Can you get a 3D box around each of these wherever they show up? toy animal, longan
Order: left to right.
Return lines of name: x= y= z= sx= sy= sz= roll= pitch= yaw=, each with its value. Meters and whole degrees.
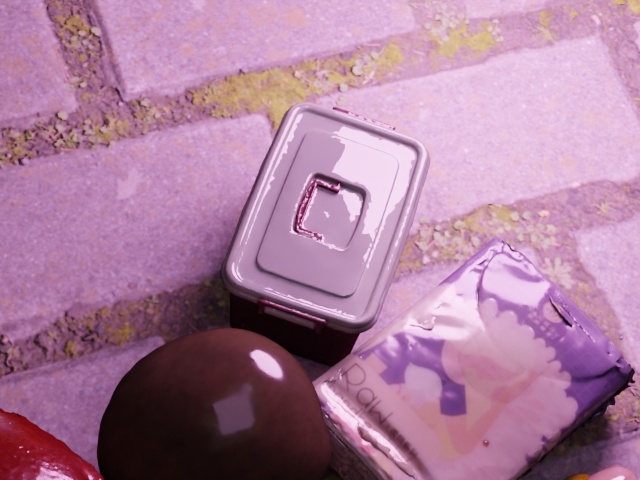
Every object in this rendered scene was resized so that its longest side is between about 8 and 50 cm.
longan: x=-0.113 y=0.221 z=1.561 sx=0.258 sy=0.258 sz=0.258 roll=3 pitch=62 yaw=-6
toy animal: x=0.323 y=0.313 z=1.681 sx=0.114 sy=0.091 sz=0.082 roll=-24 pitch=95 yaw=-6

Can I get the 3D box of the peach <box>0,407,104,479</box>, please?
peach: x=-0.391 y=0.335 z=1.430 sx=0.417 sy=0.339 sz=0.353 roll=14 pitch=24 yaw=0

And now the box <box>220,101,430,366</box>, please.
box: x=0.000 y=0.000 z=1.746 sx=0.193 sy=0.167 sz=0.294 roll=20 pitch=61 yaw=1

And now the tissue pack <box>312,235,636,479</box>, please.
tissue pack: x=0.167 y=0.187 z=1.692 sx=0.344 sy=0.125 sz=0.242 roll=-37 pitch=74 yaw=-23
